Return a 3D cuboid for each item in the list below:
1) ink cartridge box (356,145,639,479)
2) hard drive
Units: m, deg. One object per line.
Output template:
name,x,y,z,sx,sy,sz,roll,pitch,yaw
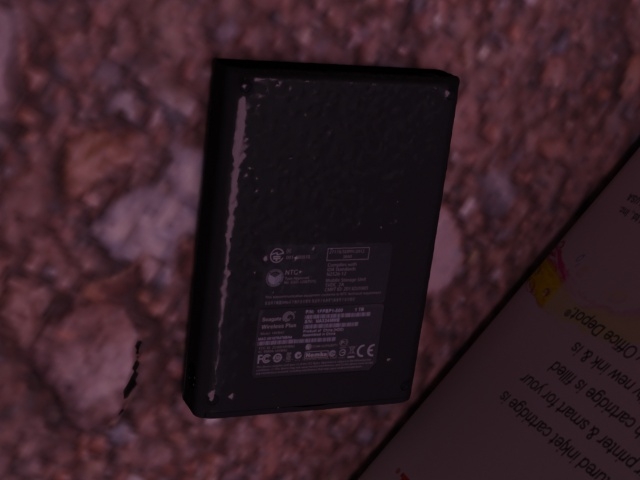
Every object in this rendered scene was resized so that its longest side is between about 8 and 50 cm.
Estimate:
ink cartridge box,0.165,0.075,0.461,0.117,0.201,0.278,40,90,-31
hard drive,0.000,0.000,0.462,0.094,0.022,0.135,-1,110,-24
